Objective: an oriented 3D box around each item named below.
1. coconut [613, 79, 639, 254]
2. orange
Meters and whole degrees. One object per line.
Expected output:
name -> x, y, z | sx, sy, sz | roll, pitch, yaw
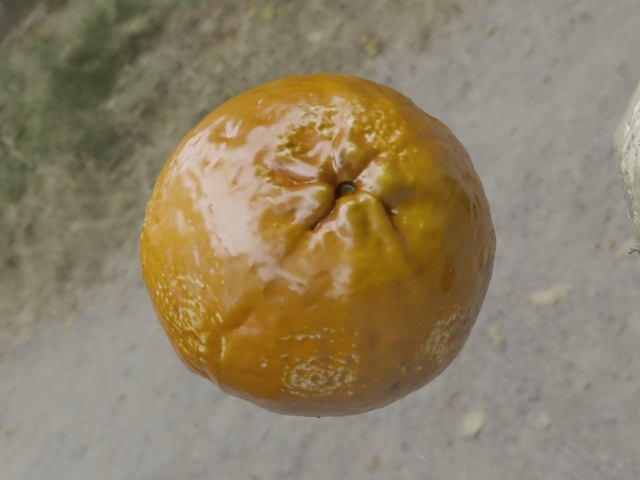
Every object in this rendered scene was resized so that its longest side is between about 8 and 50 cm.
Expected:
coconut -> 0.333, -0.078, 1.138 | 0.245, 0.245, 0.247 | -125, 55, -68
orange -> 0.000, 0.000, 1.577 | 0.293, 0.341, 0.340 | 101, -164, -64
